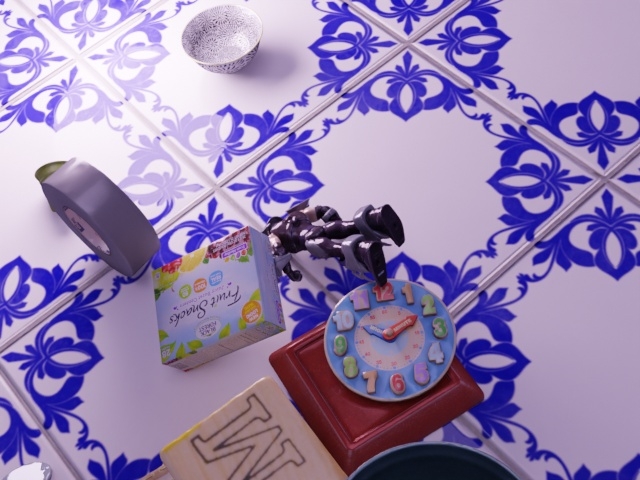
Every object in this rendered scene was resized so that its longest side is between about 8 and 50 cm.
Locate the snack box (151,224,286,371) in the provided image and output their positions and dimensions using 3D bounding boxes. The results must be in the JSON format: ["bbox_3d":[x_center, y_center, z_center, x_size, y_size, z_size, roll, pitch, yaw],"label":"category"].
[{"bbox_3d":[-0.169,0.097,1.466,0.207,0.070,0.174,-24,60,24],"label":"snack box"}]

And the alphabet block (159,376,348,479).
[{"bbox_3d":[-0.082,0.348,1.273,0.193,0.192,0.197,-33,59,-15],"label":"alphabet block"}]

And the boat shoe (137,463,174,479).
[{"bbox_3d":[-0.220,0.346,1.369,0.170,0.063,0.059,-35,65,-13],"label":"boat shoe"}]

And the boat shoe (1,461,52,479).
[{"bbox_3d":[-0.472,0.422,1.365,0.065,0.083,0.183,14,34,17],"label":"boat shoe"}]

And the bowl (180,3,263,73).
[{"bbox_3d":[-0.194,-0.394,1.836,0.170,0.080,0.170,-4,56,6],"label":"bowl"}]

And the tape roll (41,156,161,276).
[{"bbox_3d":[-0.377,-0.039,1.551,0.219,0.219,0.072,33,68,26],"label":"tape roll"}]

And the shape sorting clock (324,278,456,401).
[{"bbox_3d":[0.108,0.151,1.401,0.206,0.040,0.206,-4,56,7],"label":"shape sorting clock"}]

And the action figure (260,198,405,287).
[{"bbox_3d":[0.000,0.000,1.514,0.285,0.099,0.185,6,46,43],"label":"action figure"}]

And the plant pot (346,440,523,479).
[{"bbox_3d":[0.153,0.435,1.172,0.293,0.196,0.293,-5,57,7],"label":"plant pot"}]

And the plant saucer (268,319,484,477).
[{"bbox_3d":[0.082,0.207,1.422,0.258,0.047,0.259,-30,58,-10],"label":"plant saucer"}]

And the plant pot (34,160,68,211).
[{"bbox_3d":[-0.489,-0.096,1.698,0.083,0.083,0.079,-19,69,-3],"label":"plant pot"}]
